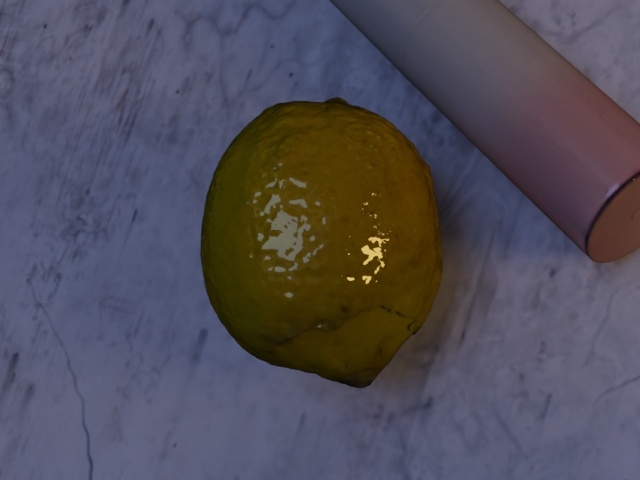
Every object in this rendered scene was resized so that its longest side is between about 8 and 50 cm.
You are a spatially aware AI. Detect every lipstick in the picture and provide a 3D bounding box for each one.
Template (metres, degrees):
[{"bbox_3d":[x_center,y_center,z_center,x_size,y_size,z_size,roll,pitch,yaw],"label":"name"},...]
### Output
[{"bbox_3d":[0.117,-0.121,0.897,0.087,0.087,0.327,-47,55,11],"label":"lipstick"}]

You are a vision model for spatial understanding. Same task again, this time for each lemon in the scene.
[{"bbox_3d":[0.001,-0.003,0.881,0.181,0.180,0.193,16,100,36],"label":"lemon"}]
